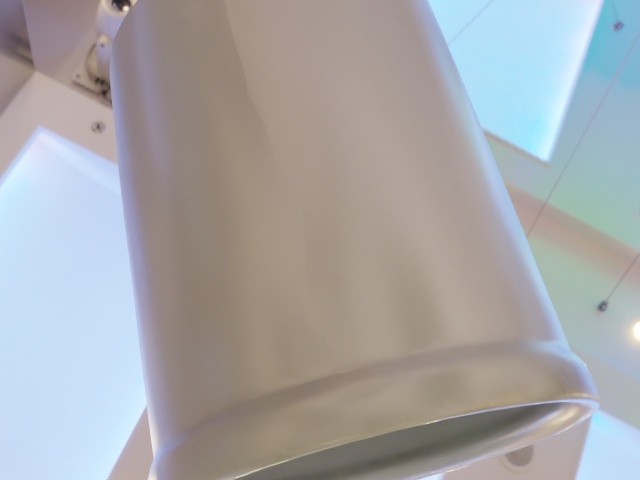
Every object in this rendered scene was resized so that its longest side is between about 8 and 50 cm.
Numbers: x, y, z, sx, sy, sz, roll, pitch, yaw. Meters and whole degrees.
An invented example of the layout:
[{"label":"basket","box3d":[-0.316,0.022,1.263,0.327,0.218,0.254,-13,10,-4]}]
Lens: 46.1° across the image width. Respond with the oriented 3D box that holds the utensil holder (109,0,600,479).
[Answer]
[{"label":"utensil holder","box3d":[0.000,0.000,0.628,0.328,0.327,0.385,-6,-116,-17]}]
